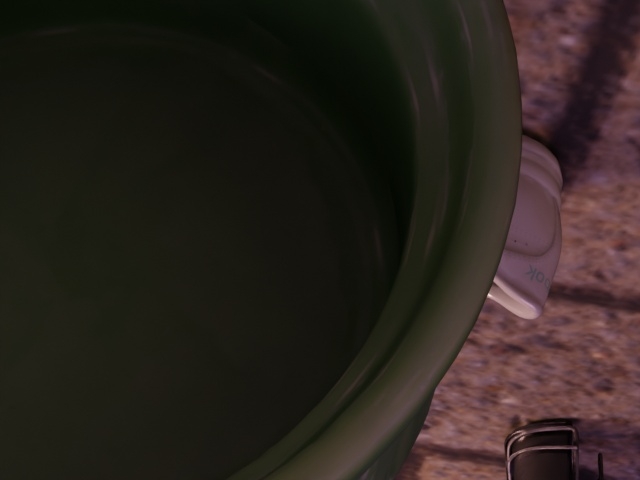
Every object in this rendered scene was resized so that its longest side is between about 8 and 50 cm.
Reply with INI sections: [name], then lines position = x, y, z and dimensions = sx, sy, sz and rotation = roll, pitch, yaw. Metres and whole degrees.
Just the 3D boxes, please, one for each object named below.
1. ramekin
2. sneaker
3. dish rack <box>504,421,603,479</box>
[ramekin]
position = -0.091, -0.008, 0.487
dimensions = 0.303, 0.303, 0.148
rotation = 3, 153, 4
[sneaker]
position = 0.000, 0.000, 0.657
dimensions = 0.212, 0.094, 0.080
rotation = -1, 147, 10
[dish rack]
position = 0.255, 0.190, 0.928
dimensions = 0.271, 0.074, 0.208
rotation = -2, 147, 9
